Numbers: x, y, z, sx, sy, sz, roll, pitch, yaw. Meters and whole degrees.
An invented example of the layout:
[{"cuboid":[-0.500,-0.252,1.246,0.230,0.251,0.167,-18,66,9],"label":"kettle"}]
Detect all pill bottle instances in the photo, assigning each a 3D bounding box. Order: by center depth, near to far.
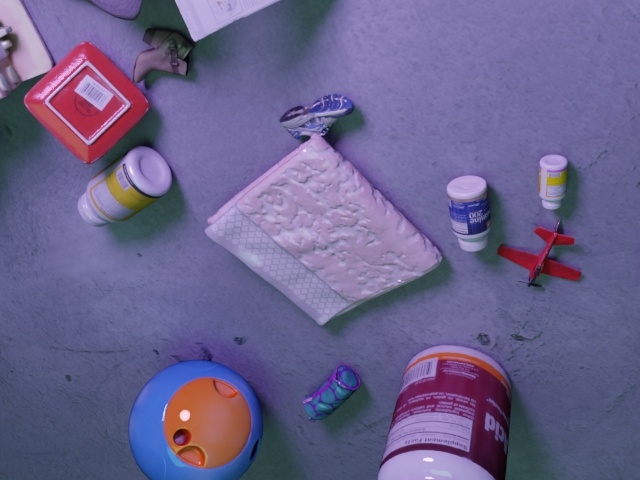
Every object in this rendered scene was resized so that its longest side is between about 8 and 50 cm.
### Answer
[{"cuboid":[0.374,-0.093,1.194,0.043,0.043,0.083,3,126,17],"label":"pill bottle"},{"cuboid":[0.253,-0.043,1.255,0.067,0.067,0.120,-2,124,20],"label":"pill bottle"},{"cuboid":[0.232,0.401,1.376,0.224,0.392,0.224,9,127,12],"label":"pill bottle"},{"cuboid":[-0.375,-0.096,1.405,0.184,0.103,0.103,-27,112,33],"label":"pill bottle"}]

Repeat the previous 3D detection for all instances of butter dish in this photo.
[{"cuboid":[-0.407,-0.239,1.311,0.160,0.118,0.160,-45,104,-5],"label":"butter dish"}]

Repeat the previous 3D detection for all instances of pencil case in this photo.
[{"cuboid":[0.021,0.330,1.604,0.070,0.064,0.151,18,132,-27],"label":"pencil case"}]

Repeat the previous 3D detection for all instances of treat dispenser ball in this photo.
[{"cuboid":[-0.269,0.404,1.612,0.288,0.288,0.288,9,127,12],"label":"treat dispenser ball"}]

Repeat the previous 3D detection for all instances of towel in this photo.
[{"cuboid":[0.000,0.000,1.360,0.317,0.053,0.332,-33,117,34],"label":"towel"}]

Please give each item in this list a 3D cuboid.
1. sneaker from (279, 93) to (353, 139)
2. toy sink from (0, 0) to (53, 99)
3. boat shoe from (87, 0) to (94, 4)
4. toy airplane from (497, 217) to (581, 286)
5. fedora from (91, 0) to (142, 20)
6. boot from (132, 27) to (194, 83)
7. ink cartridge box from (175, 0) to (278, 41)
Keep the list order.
[{"cuboid":[0.001,-0.203,1.243,0.135,0.052,0.058,-8,132,32],"label":"sneaker"},{"cuboid":[-0.604,-0.307,1.260,0.234,0.131,0.152,-19,117,4],"label":"toy sink"},{"cuboid":[-0.385,-0.416,1.216,0.137,0.049,0.043,23,90,1],"label":"boat shoe"},{"cuboid":[0.389,0.027,1.285,0.151,0.028,0.151,10,127,13],"label":"toy airplane"},{"cuboid":[-0.288,-0.455,1.069,0.275,0.124,0.243,26,139,39],"label":"fedora"},{"cuboid":[-0.265,-0.302,1.260,0.087,0.042,0.118,25,129,-3],"label":"boot"},{"cuboid":[-0.120,-0.414,1.032,0.232,0.066,0.189,-30,119,-11],"label":"ink cartridge box"}]
